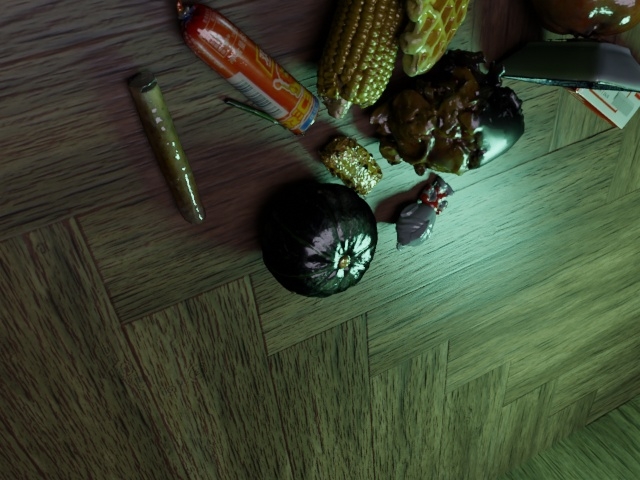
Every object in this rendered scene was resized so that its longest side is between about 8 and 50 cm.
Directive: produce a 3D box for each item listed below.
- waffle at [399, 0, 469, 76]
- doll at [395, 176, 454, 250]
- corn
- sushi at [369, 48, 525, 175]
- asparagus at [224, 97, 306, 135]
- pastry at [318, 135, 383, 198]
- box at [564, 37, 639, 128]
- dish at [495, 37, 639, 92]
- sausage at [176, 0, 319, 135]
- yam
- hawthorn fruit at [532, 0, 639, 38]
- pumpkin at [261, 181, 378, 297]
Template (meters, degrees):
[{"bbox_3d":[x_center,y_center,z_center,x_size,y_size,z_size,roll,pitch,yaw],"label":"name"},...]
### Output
[{"bbox_3d":[0.191,-0.378,0.935,0.261,0.056,0.250,-54,157,-42],"label":"waffle"},{"bbox_3d":[0.212,-0.051,1.272,0.094,0.079,0.180,42,83,-30],"label":"doll"},{"bbox_3d":[0.077,-0.340,0.927,0.119,0.119,0.322,2,116,-34],"label":"corn"},{"bbox_3d":[0.220,-0.211,1.079,0.204,0.213,0.200,-39,114,-21],"label":"sushi"},{"bbox_3d":[-0.086,-0.200,1.000,0.166,0.016,0.013,16,80,-39],"label":"asparagus"},{"bbox_3d":[0.058,-0.138,1.113,0.080,0.056,0.140,-49,137,-4],"label":"pastry"},{"bbox_3d":[0.630,-0.338,1.335,0.229,0.050,0.123,18,112,-41],"label":"box"},{"bbox_3d":[0.459,-0.322,1.117,0.181,0.243,0.080,-1,107,-33],"label":"dish"},{"bbox_3d":[-0.110,-0.256,0.901,0.074,0.074,0.274,-49,134,9],"label":"sausage"},{"bbox_3d":[-0.229,-0.129,0.938,0.046,0.046,0.264,-25,133,-15],"label":"yam"},{"bbox_3d":[0.472,-0.474,1.044,0.199,0.199,0.251,-5,112,-30],"label":"hawthorn fruit"},{"bbox_3d":[0.000,0.000,1.107,0.220,0.162,0.221,-22,133,-25],"label":"pumpkin"}]
